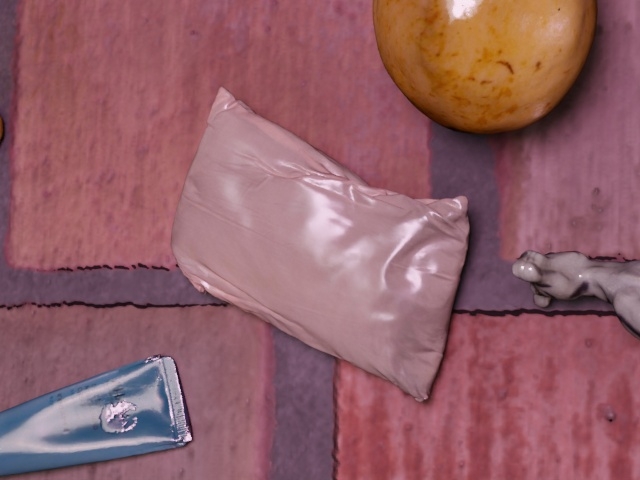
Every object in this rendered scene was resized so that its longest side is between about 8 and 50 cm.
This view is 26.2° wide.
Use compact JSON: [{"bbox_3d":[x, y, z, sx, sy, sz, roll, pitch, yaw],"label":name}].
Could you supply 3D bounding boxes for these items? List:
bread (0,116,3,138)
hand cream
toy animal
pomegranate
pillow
[{"bbox_3d":[-0.336,-0.100,1.275,0.088,0.034,0.049,-9,77,18],"label":"bread"},{"bbox_3d":[-0.225,0.168,1.217,0.224,0.048,0.083,-17,78,12],"label":"hand cream"},{"bbox_3d":[0.266,0.050,0.994,0.255,0.170,0.090,34,78,18],"label":"toy animal"},{"bbox_3d":[0.128,-0.180,1.047,0.196,0.196,0.196,-1,86,18],"label":"pomegranate"},{"bbox_3d":[0.000,0.000,1.138,0.270,0.067,0.173,24,100,19],"label":"pillow"}]
